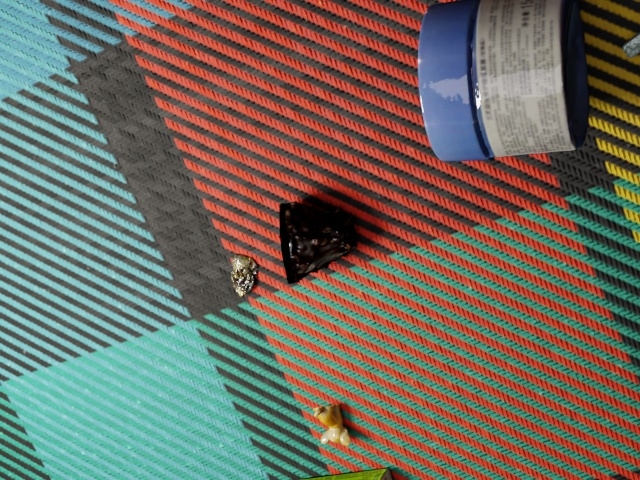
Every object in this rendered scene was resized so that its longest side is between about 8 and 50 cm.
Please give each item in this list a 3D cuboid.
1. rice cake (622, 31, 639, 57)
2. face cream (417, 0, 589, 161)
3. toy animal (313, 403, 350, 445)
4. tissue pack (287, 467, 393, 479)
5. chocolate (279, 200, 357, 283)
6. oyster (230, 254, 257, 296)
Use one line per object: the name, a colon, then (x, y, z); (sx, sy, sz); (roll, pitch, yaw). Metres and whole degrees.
rice cake: (0.531, -0.336, 1.656); (0.171, 0.033, 0.029); (-38, 89, 29)
face cream: (0.286, -0.247, 1.664); (0.225, 0.249, 0.249); (0, 109, 22)
toy animal: (0.021, 0.356, 2.098); (0.060, 0.081, 0.083); (-13, 84, 23)
tissue pack: (0.047, 0.546, 2.156); (0.235, 0.073, 0.173); (-14, 104, 26)
chocolate: (0.000, 0.000, 1.954); (0.133, 0.156, 0.156); (-5, 110, -6)
oyster: (-0.148, 0.069, 2.082); (0.054, 0.019, 0.083); (14, 114, 16)
